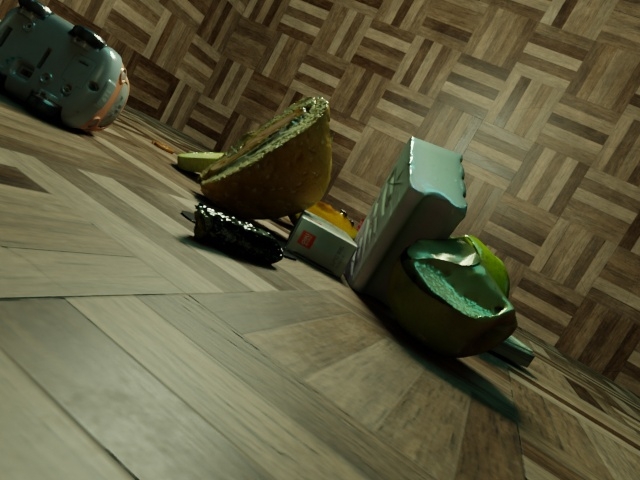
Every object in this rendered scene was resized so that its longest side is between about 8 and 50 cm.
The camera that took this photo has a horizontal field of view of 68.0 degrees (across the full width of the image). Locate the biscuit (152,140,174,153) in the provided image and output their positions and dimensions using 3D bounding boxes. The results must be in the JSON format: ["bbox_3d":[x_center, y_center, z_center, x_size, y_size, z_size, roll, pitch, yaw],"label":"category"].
[{"bbox_3d":[-0.532,-0.319,1.607,0.078,0.015,0.091,27,6,-22],"label":"biscuit"}]

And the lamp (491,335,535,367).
[{"bbox_3d":[0.372,0.209,1.211,0.267,0.047,0.269,25,6,-8],"label":"lamp"}]

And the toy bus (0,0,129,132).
[{"bbox_3d":[-0.543,-0.344,1.007,0.288,0.194,0.232,29,-7,5],"label":"toy bus"}]

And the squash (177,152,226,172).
[{"bbox_3d":[-0.278,-0.225,1.351,0.252,0.048,0.252,3,16,-1],"label":"squash"}]

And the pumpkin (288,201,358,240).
[{"bbox_3d":[-0.043,-0.079,1.398,0.312,0.148,0.169,54,-28,-10],"label":"pumpkin"}]

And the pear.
[{"bbox_3d":[0.361,0.090,1.162,0.282,0.176,0.286,24,7,-40],"label":"pear"}]

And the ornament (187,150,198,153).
[{"bbox_3d":[-0.317,-0.226,1.617,0.245,0.061,0.230,32,8,16],"label":"ornament"}]

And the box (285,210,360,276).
[{"bbox_3d":[0.000,0.000,1.070,0.135,0.079,0.269,28,5,-4],"label":"box"}]

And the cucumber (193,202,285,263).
[{"bbox_3d":[-0.114,-0.003,0.689,0.181,0.053,0.053,25,7,-46],"label":"cucumber"}]

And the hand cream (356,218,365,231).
[{"bbox_3d":[0.217,0.008,1.873,0.193,0.125,0.193,27,8,-4],"label":"hand cream"}]

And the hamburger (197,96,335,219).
[{"bbox_3d":[-0.082,-0.149,1.058,0.209,0.330,0.162,53,1,-36],"label":"hamburger"}]

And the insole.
[{"bbox_3d":[-0.132,-0.005,0.834,0.253,0.005,0.086,23,9,-46],"label":"insole"}]

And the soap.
[{"bbox_3d":[0.154,-0.015,0.945,0.115,0.347,0.208,21,43,-5],"label":"soap"}]

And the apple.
[{"bbox_3d":[0.207,0.099,0.773,0.207,0.174,0.188,32,29,-41],"label":"apple"}]
